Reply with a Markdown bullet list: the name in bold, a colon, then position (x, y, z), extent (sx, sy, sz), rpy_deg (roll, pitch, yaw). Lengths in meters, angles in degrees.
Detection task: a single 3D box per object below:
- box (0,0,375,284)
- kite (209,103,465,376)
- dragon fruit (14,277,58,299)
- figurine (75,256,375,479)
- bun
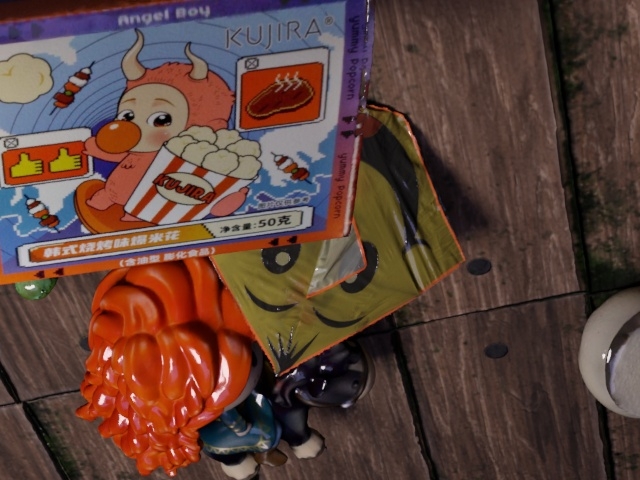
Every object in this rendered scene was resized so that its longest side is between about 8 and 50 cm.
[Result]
- **box**: position (-0.160, -0.166, 1.439), extent (0.349, 0.257, 0.318), rpy_deg (-8, 139, -14)
- **kite**: position (-0.001, -0.001, 1.813), extent (0.378, 0.013, 0.327), rpy_deg (13, 99, -25)
- **dragon fruit**: position (-0.338, -0.067, 1.756), extent (0.268, 0.130, 0.295), rpy_deg (-3, 135, -3)
- **figurine**: position (-0.118, 0.167, 1.968), extent (0.306, 0.241, 0.412), rpy_deg (-23, 145, 38)
- **bun**: position (0.400, 0.136, 2.047), extent (0.173, 0.120, 0.172), rpy_deg (-9, 112, -23)
